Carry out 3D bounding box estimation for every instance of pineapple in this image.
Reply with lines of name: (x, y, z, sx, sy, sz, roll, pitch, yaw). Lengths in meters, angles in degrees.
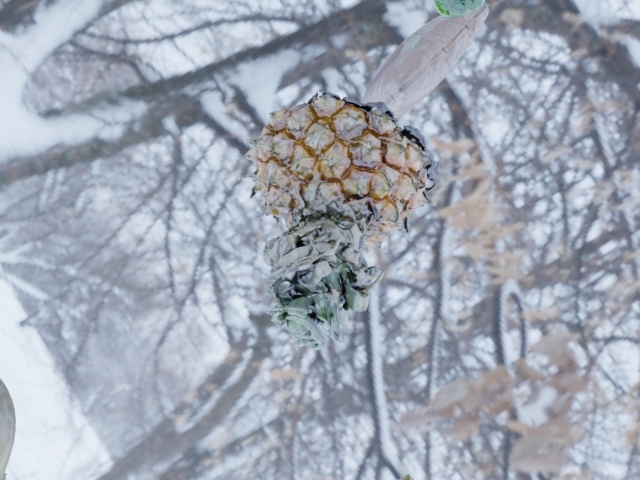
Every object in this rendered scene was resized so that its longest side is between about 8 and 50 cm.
pineapple: (0.000, 0.000, 1.344, 0.262, 0.262, 0.271, 73, 25, -49)

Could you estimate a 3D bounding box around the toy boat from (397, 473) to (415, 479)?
toy boat: (0.030, 0.302, 1.049, 0.057, 0.200, 0.077, 58, -32, -5)

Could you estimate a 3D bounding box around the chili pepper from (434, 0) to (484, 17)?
chili pepper: (0.221, -0.361, 1.382, 0.074, 0.257, 0.100, 19, -37, 23)

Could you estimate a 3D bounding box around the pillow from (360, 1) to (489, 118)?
pillow: (0.150, -0.274, 1.731, 0.084, 0.236, 0.223, 44, -25, -8)

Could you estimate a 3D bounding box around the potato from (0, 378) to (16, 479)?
potato: (-0.489, 0.210, 1.412, 0.239, 0.116, 0.299, 8, 53, -63)
